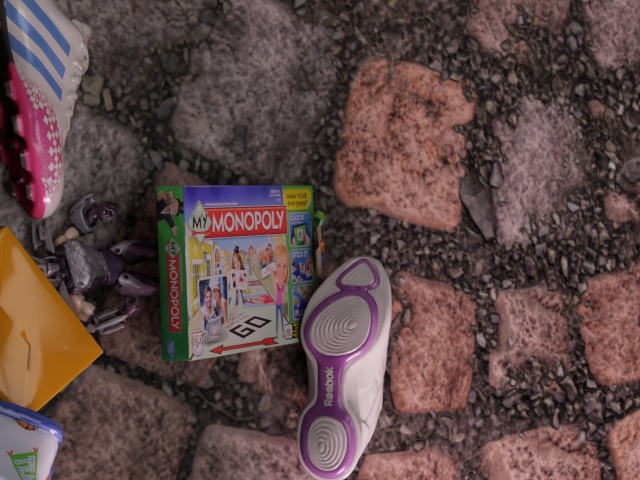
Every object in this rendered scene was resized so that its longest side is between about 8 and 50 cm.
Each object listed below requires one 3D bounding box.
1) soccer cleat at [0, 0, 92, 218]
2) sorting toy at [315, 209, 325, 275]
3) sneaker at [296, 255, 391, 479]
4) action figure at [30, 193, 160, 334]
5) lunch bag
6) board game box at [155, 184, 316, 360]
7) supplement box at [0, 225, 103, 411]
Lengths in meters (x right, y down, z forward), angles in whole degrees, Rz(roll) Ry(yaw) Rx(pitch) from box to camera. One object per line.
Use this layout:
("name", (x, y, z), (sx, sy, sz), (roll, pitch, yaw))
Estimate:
("soccer cleat", (-0.335, -0.196, 1.897), (0.143, 0.116, 0.331), (-13, 95, -29))
("sorting toy", (0.000, 0.000, 2.097), (0.012, 0.083, 0.062), (-2, 46, 0))
("sneaker", (0.033, 0.168, 2.099), (0.114, 0.152, 0.305), (12, 95, 14))
("action figure", (-0.251, 0.032, 1.947), (0.285, 0.099, 0.185), (-1, 72, -38))
("lunch bag", (-0.422, 0.246, 1.738), (0.243, 0.303, 0.114), (19, 65, -16))
("board game box", (-0.101, 0.035, 1.982), (0.317, 0.046, 0.213), (-4, 93, -61))
("supplement box", (-0.392, 0.094, 1.816), (0.129, 0.194, 0.191), (-42, 109, -22))
